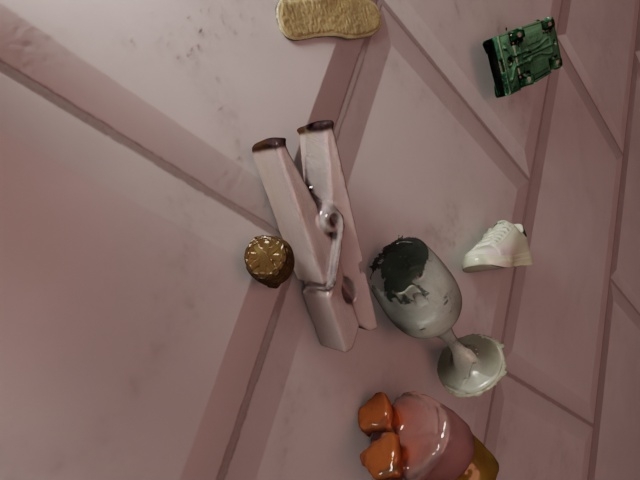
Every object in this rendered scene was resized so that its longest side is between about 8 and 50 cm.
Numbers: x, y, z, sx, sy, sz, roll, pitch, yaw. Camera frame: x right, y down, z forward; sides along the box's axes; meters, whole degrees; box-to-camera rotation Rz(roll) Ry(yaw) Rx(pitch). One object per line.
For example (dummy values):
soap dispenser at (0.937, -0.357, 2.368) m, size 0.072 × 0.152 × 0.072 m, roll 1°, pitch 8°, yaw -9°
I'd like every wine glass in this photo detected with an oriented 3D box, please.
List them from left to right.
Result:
wine glass at (0.206, 0.136, 0.881) m, size 0.321 × 0.143 × 0.143 m, roll 52°, pitch 56°, yaw -28°

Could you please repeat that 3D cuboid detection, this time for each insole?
insole at (0.021, -0.367, 0.819) m, size 0.248 × 0.011 × 0.081 m, roll -27°, pitch 107°, yaw -41°

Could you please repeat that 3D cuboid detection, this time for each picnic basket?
picnic basket at (-0.065, 0.030, 0.690) m, size 0.083 × 0.072 × 0.072 m, roll 39°, pitch 57°, yaw -72°

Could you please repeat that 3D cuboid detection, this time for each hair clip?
hair clip at (0.003, 0.001, 0.731) m, size 0.101 × 0.085 × 0.330 m, roll -29°, pitch 109°, yaw -39°

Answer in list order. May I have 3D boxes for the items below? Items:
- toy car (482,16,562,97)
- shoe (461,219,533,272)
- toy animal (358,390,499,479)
toy car at (0.486, -0.449, 1.205) m, size 0.321 × 0.097 × 0.141 m, roll -32°, pitch 109°, yaw -39°
shoe at (0.381, 0.011, 1.092) m, size 0.265 × 0.095 × 0.110 m, roll 3°, pitch 80°, yaw -49°
toy animal at (0.192, 0.366, 0.841) m, size 0.281 × 0.169 × 0.195 m, roll 51°, pitch 21°, yaw -32°
